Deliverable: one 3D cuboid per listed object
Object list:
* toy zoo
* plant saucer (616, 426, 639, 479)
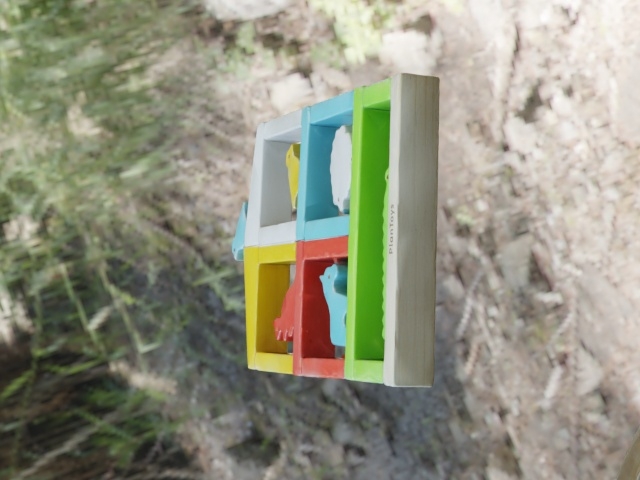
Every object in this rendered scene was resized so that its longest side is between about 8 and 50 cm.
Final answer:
[{"bbox_3d":[0.000,0.000,0.903,0.293,0.030,0.192,172,101,-66],"label":"toy zoo"},{"bbox_3d":[0.301,0.223,0.908,0.278,0.041,0.278,-12,76,57],"label":"plant saucer"}]
